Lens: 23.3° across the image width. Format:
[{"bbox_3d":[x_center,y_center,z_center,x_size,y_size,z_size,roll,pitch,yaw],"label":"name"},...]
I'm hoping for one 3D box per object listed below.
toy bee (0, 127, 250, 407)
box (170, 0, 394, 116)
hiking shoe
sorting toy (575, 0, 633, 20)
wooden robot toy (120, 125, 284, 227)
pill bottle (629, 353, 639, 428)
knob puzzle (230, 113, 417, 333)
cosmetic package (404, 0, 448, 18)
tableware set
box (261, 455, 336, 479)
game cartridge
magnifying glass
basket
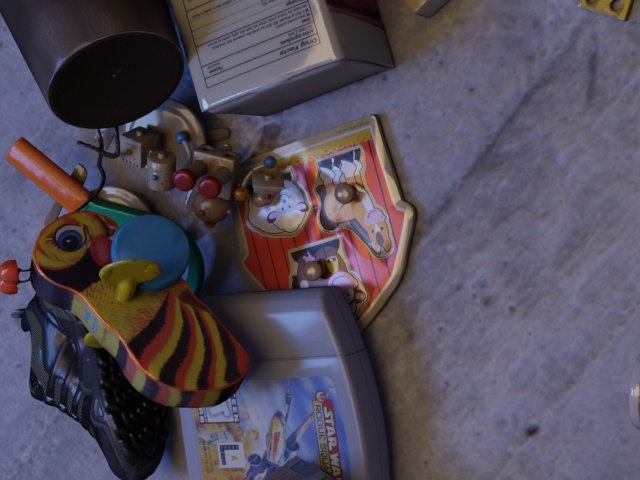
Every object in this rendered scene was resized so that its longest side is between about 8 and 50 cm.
[{"bbox_3d":[-0.202,0.041,1.412,0.298,0.162,0.195,48,153,34],"label":"toy bee"},{"bbox_3d":[-0.048,-0.244,1.412,0.148,0.127,0.232,-18,85,25],"label":"box"},{"bbox_3d":[-0.232,0.145,1.552,0.114,0.086,0.227,-37,70,36],"label":"hiking shoe"},{"bbox_3d":[0.183,-0.306,1.342,0.274,0.046,0.132,46,110,17],"label":"sorting toy"},{"bbox_3d":[-0.113,-0.045,1.456,0.173,0.076,0.079,16,123,16],"label":"wooden robot toy"},{"bbox_3d":[0.320,0.129,1.280,0.120,0.067,0.067,4,94,26],"label":"pill bottle"},{"bbox_3d":[0.000,0.000,1.452,0.213,0.030,0.213,1,93,25],"label":"knob puzzle"},{"bbox_3d":[0.079,-0.263,1.396,0.060,0.041,0.115,-42,74,21],"label":"cosmetic package"},{"bbox_3d":[-0.173,-0.057,1.528,0.128,0.039,0.194,35,113,5],"label":"tableware set"},{"bbox_3d":[-0.043,0.307,1.362,0.103,0.114,0.203,32,104,12],"label":"box"},{"bbox_3d":[-0.034,0.193,1.450,0.198,0.062,0.297,-6,94,33],"label":"game cartridge"},{"bbox_3d":[-0.211,-0.019,1.518,0.231,0.026,0.092,38,114,1],"label":"magnifying glass"},{"bbox_3d":[-0.219,-0.226,1.419,0.154,0.204,0.227,-39,58,23],"label":"basket"}]
